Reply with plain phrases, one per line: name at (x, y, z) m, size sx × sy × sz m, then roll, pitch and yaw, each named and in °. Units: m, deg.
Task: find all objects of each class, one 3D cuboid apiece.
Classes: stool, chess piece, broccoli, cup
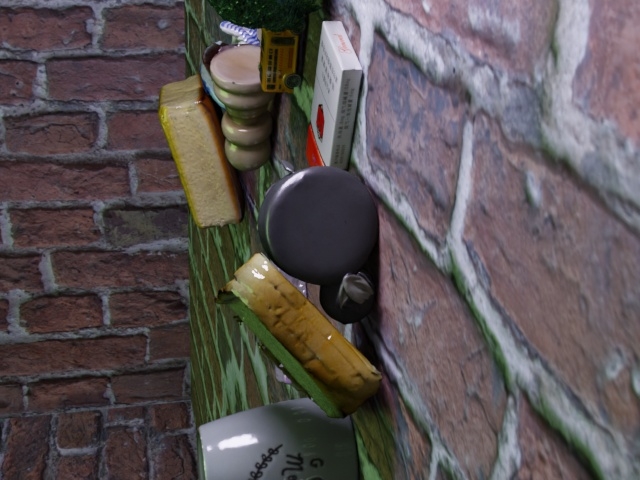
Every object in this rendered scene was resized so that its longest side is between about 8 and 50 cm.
stool at (-0.009, 0.002, 1.262) m, size 0.139 × 0.153 × 0.228 m, roll -179°, pitch 85°, yaw -77°
chess piece at (-0.148, -0.259, 1.888) m, size 0.261 × 0.143 × 0.143 m, roll 90°, pitch 169°, yaw -45°
broccoli at (-0.092, -0.443, 1.380) m, size 0.245 × 0.265 × 0.294 m, roll -57°, pitch 2°, yaw -8°
cup at (-0.073, 0.386, 1.471) m, size 0.186 × 0.234 × 0.258 m, roll -132°, pitch 39°, yaw -70°

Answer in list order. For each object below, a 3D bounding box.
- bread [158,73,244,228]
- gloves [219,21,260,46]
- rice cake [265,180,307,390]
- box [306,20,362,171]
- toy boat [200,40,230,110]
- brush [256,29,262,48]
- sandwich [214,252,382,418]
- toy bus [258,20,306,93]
bread at (-0.296, -0.229, 2.301) m, size 0.323 × 0.143 × 0.333 m, roll -110°, pitch 4°, yaw -64°
gloves at (-0.166, -0.412, 1.960) m, size 0.119 × 0.097 × 0.229 m, roll -145°, pitch 48°, yaw -68°
rice cake at (-0.061, 0.083, 1.700) m, size 0.070 × 0.064 × 0.399 m, roll 165°, pitch 101°, yaw -71°
box at (0.017, -0.185, 1.369) m, size 0.139 × 0.035 × 0.245 m, roll -107°, pitch 20°, yaw -45°
toy boat at (-0.226, -0.378, 2.179) m, size 0.262 × 0.114 × 0.115 m, roll -109°, pitch 16°, yaw -56°
brush at (-0.060, -0.490, 1.611) m, size 0.060 × 0.050 × 0.321 m, roll -107°, pitch 27°, yaw -54°
sandwich at (-0.033, 0.134, 1.284) m, size 0.251 × 0.087 × 0.226 m, roll 45°, pitch 168°, yaw 2°
toy bus at (-0.070, -0.341, 1.610) m, size 0.069 × 0.074 × 0.162 m, roll -106°, pitch 17°, yaw -47°
